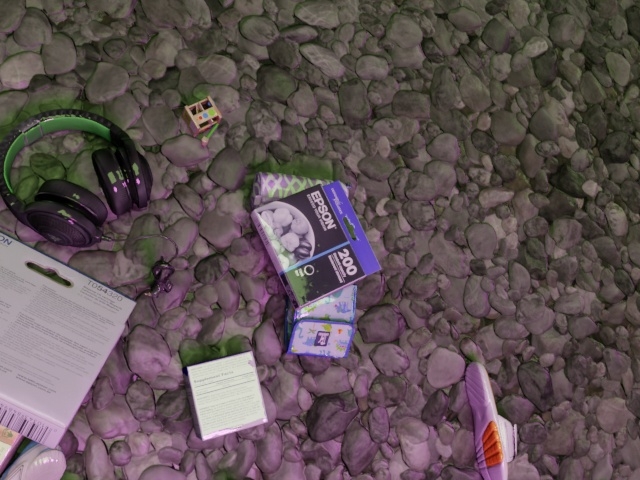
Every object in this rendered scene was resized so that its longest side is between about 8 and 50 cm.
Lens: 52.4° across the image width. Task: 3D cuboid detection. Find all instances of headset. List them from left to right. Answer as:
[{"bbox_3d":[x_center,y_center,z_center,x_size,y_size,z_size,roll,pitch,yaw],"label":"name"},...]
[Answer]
[{"bbox_3d":[-0.410,-0.065,1.198,0.394,0.185,0.243,43,63,10],"label":"headset"}]

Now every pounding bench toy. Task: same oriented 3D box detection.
[{"bbox_3d":[-0.231,-0.240,1.322,0.065,0.052,0.083,-30,89,-23],"label":"pounding bench toy"}]

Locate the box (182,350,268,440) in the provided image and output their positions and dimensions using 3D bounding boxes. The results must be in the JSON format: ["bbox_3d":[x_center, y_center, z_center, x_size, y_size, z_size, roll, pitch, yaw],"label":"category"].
[{"bbox_3d":[-0.179,0.286,1.210,0.126,0.072,0.137,-11,82,-21],"label":"box"}]

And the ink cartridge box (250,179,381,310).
[{"bbox_3d":[0.000,0.000,1.261,0.208,0.045,0.206,-24,85,-24],"label":"ink cartridge box"}]

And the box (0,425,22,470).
[{"bbox_3d":[-0.586,0.275,1.028,0.232,0.148,0.127,32,69,-11],"label":"box"}]

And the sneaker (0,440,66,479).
[{"bbox_3d":[-0.505,0.432,1.069,0.085,0.086,0.237,40,79,-35],"label":"sneaker"}]

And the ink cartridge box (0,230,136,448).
[{"bbox_3d":[-0.506,0.138,1.065,0.324,0.071,0.330,30,25,-10],"label":"ink cartridge box"}]

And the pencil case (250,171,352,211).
[{"bbox_3d":[-0.041,-0.088,1.335,0.206,0.086,0.088,5,38,-17],"label":"pencil case"}]

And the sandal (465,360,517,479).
[{"bbox_3d":[0.372,0.384,1.368,0.076,0.102,0.266,-3,77,-17],"label":"sandal"}]

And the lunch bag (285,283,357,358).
[{"bbox_3d":[-0.001,0.155,1.295,0.128,0.096,0.151,8,84,-16],"label":"lunch bag"}]
